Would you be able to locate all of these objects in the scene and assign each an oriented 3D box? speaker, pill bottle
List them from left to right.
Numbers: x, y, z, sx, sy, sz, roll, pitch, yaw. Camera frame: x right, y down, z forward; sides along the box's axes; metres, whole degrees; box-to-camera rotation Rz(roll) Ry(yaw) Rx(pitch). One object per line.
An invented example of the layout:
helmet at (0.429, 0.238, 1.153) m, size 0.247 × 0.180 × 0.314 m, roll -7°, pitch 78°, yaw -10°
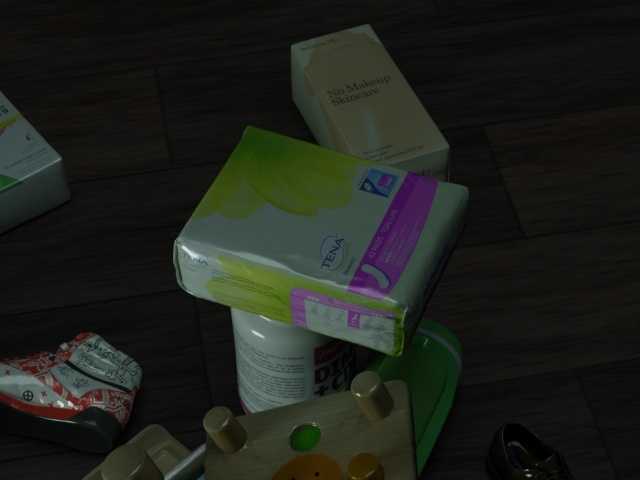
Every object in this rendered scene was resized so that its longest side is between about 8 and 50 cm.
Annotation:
pill bottle at (-0.034, 0.113, 1.858) m, size 0.160 × 0.283 × 0.160 m, roll -1°, pitch 48°, yaw 1°
speaker at (0.084, 0.240, 1.849) m, size 0.131 × 0.131 × 0.296 m, roll 17°, pitch 50°, yaw 16°

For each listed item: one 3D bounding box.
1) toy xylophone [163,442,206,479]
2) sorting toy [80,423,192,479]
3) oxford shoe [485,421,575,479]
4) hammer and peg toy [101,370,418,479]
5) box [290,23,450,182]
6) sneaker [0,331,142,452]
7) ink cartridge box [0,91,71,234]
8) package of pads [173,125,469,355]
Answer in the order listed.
toy xylophone at (-0.088, 0.405, 1.706) m, size 0.323 × 0.081 × 0.236 m, roll 34°, pitch 58°, yaw 14°
sorting toy at (-0.237, 0.389, 1.781) m, size 0.229 × 0.041 × 0.307 m, roll 38°, pitch 58°, yaw 25°
oxford shoe at (0.287, 0.317, 1.795) m, size 0.083 × 0.096 × 0.227 m, roll -28°, pitch 55°, yaw -25°
hammer and peg toy at (-0.063, 0.306, 1.618) m, size 0.361 × 0.127 × 0.266 m, roll -16°, pitch 46°, yaw 14°
box at (0.072, -0.185, 2.236) m, size 0.148 × 0.121 × 0.311 m, roll -18°, pitch 50°, yaw -14°
sneaker at (-0.375, 0.185, 1.934) m, size 0.270 × 0.090 × 0.145 m, roll 14°, pitch 49°, yaw 9°
ink cartridge box at (-0.505, -0.120, 2.209) m, size 0.154 × 0.093 × 0.212 m, roll -29°, pitch 52°, yaw -22°
package of pads at (0.000, 0.000, 1.702) m, size 0.296 × 0.101 × 0.229 m, roll 16°, pitch 49°, yaw 16°
